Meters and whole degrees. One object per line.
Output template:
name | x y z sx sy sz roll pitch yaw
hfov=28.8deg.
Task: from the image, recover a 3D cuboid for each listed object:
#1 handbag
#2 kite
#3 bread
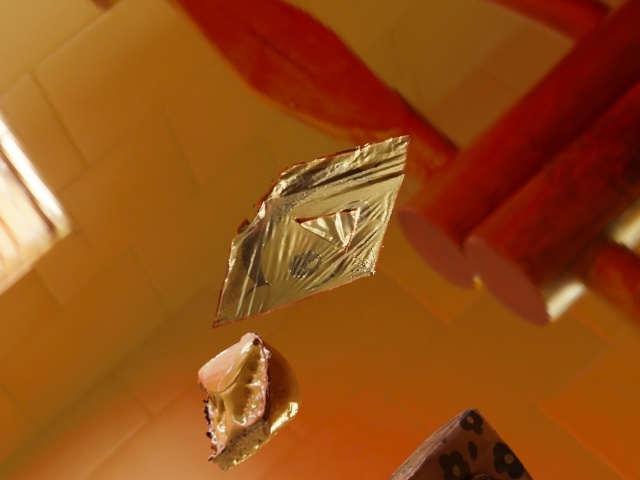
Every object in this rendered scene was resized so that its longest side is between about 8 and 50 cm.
handbag | 0.205 0.407 1.940 0.193 0.251 0.190 49 138 6
kite | -0.001 -0.001 1.715 0.013 0.377 0.327 49 -169 33
bread | -0.129 0.317 2.465 0.163 0.204 0.262 26 -145 -32
